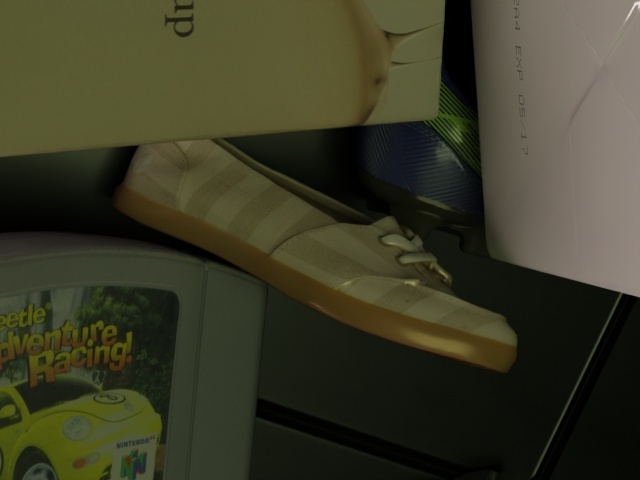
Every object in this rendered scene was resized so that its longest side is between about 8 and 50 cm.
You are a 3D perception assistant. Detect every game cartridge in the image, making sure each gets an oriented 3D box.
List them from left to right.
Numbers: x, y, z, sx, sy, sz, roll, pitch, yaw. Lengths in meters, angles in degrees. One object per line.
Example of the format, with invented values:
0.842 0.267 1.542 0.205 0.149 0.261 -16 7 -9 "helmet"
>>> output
-0.137 0.095 0.747 0.294 0.060 0.196 -5 101 -49 "game cartridge"

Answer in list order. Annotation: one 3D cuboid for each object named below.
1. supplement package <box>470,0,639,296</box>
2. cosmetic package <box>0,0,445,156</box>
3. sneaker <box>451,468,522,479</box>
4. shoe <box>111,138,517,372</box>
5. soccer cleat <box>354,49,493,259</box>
0.231 -0.096 0.734 0.263 0.198 0.199 -12 104 -28 "supplement package"
-0.100 -0.125 0.705 0.309 0.113 0.160 -8 108 -29 "cosmetic package"
0.051 0.183 0.917 0.152 0.054 0.061 -16 113 -13 "sneaker"
0.000 0.000 0.784 0.219 0.076 0.058 25 93 15 "shoe"
0.159 -0.041 0.861 0.289 0.093 0.121 11 102 -20 "soccer cleat"
